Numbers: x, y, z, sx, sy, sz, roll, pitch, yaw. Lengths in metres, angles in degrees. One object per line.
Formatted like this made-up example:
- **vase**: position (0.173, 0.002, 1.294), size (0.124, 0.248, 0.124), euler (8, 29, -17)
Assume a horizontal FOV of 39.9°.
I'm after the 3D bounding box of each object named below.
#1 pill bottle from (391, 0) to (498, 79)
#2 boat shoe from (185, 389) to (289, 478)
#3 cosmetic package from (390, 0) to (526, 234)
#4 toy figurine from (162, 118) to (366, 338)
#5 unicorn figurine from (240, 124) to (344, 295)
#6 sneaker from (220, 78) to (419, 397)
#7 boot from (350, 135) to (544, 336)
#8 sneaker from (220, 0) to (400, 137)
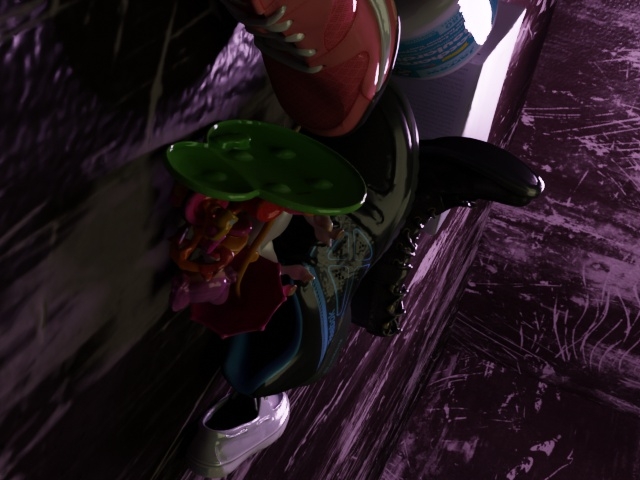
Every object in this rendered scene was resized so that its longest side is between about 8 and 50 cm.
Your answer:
- **pill bottle**: position (0.081, -0.226, 0.782), size (0.264, 0.146, 0.146), euler (2, 108, -74)
- **boat shoe**: position (-0.083, 0.185, 0.943), size (0.184, 0.066, 0.063), euler (-20, 131, -59)
- **cosmetic package**: position (0.135, -0.167, 1.078), size (0.224, 0.138, 0.224), euler (-50, 155, -52)
- **toy figurine**: position (-0.067, 0.007, 0.679), size (0.173, 0.130, 0.159), euler (-11, 133, -48)
- **unicorn figurine**: position (-0.034, -0.024, 0.766), size (0.162, 0.111, 0.060), euler (-50, 160, 0)
- **sneaker**: position (0.000, 0.000, 0.850), size (0.139, 0.125, 0.341), euler (-13, 120, -67)
- **boot**: position (0.093, -0.002, 0.945), size (0.091, 0.263, 0.229), euler (-21, 124, -58)
- **sneaker**: position (-0.032, -0.177, 0.570), size (0.136, 0.116, 0.314), euler (-48, 150, -31)
